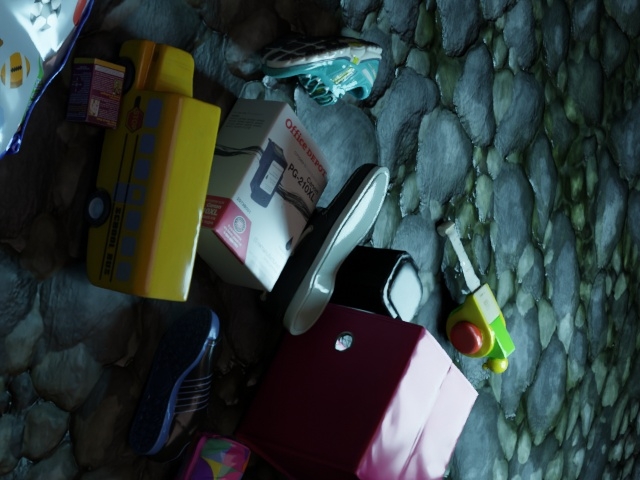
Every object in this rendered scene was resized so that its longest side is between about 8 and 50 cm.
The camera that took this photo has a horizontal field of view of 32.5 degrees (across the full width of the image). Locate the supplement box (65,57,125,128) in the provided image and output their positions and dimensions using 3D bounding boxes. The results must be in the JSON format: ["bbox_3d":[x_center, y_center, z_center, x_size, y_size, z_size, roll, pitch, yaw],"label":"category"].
[{"bbox_3d":[-0.291,-0.191,1.425,0.055,0.043,0.083,11,87,-53],"label":"supplement box"}]

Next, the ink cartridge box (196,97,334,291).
[{"bbox_3d":[-0.098,-0.071,1.652,0.172,0.100,0.237,52,57,-45],"label":"ink cartridge box"}]

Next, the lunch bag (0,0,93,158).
[{"bbox_3d":[-0.409,-0.293,1.101,0.385,0.239,0.328,40,64,-41],"label":"lunch bag"}]

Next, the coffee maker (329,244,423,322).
[{"bbox_3d":[0.059,0.063,1.818,0.171,0.178,0.120,24,77,-52],"label":"coffee maker"}]

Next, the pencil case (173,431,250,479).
[{"bbox_3d":[-0.187,0.400,1.633,0.104,0.104,0.236,42,62,-47],"label":"pencil case"}]

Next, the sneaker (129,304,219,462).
[{"bbox_3d":[-0.197,0.211,1.602,0.090,0.081,0.232,36,75,-52],"label":"sneaker"}]

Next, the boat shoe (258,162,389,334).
[{"bbox_3d":[0.000,0.000,1.720,0.302,0.091,0.114,-58,154,6],"label":"boat shoe"}]

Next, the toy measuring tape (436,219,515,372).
[{"bbox_3d":[0.285,0.123,2.217,0.121,0.121,0.330,-33,99,-45],"label":"toy measuring tape"}]

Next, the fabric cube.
[{"bbox_3d":[0.064,0.284,1.808,0.259,0.254,0.258,50,60,-45],"label":"fabric cube"}]

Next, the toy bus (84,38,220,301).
[{"bbox_3d":[-0.221,-0.094,1.462,0.108,0.130,0.333,12,87,-53],"label":"toy bus"}]

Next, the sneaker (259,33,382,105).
[{"bbox_3d":[0.009,-0.269,1.759,0.275,0.107,0.110,-9,114,-51],"label":"sneaker"}]
